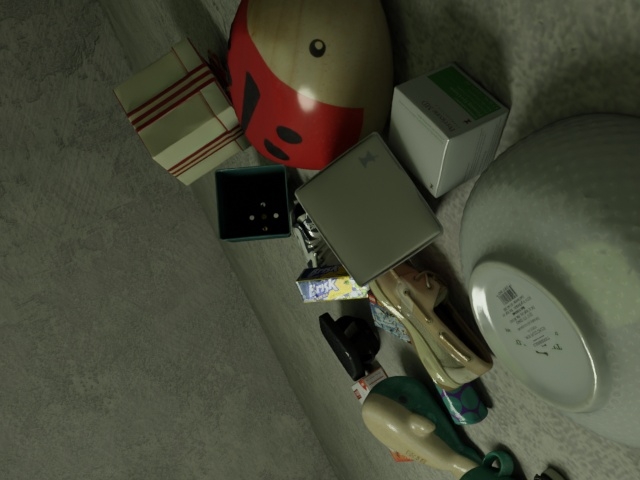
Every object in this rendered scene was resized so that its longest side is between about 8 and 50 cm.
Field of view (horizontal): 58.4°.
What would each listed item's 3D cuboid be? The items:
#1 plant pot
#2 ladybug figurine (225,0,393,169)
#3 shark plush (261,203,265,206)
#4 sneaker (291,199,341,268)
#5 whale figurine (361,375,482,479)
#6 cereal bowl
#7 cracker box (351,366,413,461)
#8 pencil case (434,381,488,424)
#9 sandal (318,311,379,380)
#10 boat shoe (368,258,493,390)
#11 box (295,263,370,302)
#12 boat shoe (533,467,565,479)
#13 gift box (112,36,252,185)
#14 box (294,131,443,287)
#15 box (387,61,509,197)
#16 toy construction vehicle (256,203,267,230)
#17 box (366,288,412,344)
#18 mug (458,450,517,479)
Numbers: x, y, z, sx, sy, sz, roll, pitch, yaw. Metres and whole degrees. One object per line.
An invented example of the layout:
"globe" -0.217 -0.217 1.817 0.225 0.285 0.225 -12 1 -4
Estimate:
"plant pot" -0.154 -0.078 1.424 0.234 0.165 0.166 83 -178 -85
"ladybug figurine" -0.038 -0.247 0.882 0.305 0.161 0.449 59 163 8
"shark plush" -0.169 -0.128 1.643 0.161 0.073 0.067 50 130 48
"sneaker" 0.000 0.000 1.264 0.153 0.094 0.235 74 172 -59
"whale figurine" 0.223 0.391 1.213 0.271 0.141 0.216 29 152 18
"cereal bowl" 0.250 0.060 0.552 0.339 0.141 0.339 53 162 26
"cracker box" 0.178 0.458 1.498 0.232 0.067 0.156 58 162 15
"pencil case" 0.235 0.249 1.013 0.152 0.064 0.070 64 -158 -2
"sandal" 0.081 0.258 1.456 0.168 0.107 0.446 56 175 16
"boat shoe" 0.168 0.093 0.937 0.098 0.109 0.302 -38 76 33
"box" 0.036 0.088 1.201 0.168 0.054 0.059 -8 116 27
"boat shoe" 0.368 0.465 0.949 0.081 0.068 0.228 42 153 50
"gift box" -0.320 -0.324 1.451 0.255 0.258 0.276 57 -178 10
"box" 0.068 -0.041 0.789 0.149 0.126 0.232 55 -173 1
"box" 0.142 -0.128 0.662 0.101 0.087 0.102 53 161 30
"toy construction vehicle" -0.142 -0.083 1.573 0.098 0.085 0.035 59 169 6
"box" 0.155 0.151 1.111 0.137 0.027 0.094 24 142 43
"mug" 0.315 0.471 1.049 0.129 0.158 0.097 41 171 -16
